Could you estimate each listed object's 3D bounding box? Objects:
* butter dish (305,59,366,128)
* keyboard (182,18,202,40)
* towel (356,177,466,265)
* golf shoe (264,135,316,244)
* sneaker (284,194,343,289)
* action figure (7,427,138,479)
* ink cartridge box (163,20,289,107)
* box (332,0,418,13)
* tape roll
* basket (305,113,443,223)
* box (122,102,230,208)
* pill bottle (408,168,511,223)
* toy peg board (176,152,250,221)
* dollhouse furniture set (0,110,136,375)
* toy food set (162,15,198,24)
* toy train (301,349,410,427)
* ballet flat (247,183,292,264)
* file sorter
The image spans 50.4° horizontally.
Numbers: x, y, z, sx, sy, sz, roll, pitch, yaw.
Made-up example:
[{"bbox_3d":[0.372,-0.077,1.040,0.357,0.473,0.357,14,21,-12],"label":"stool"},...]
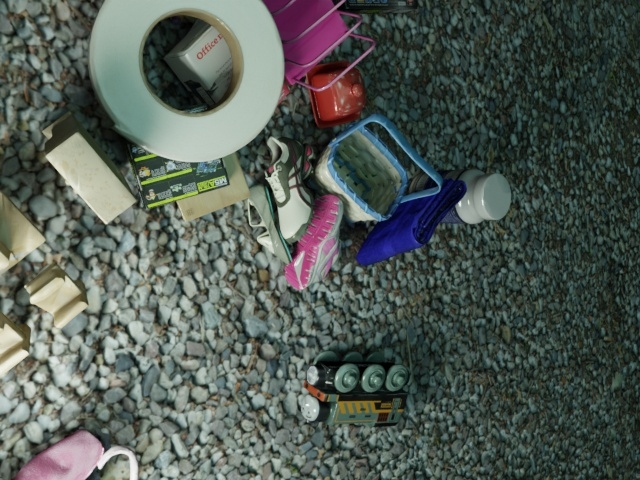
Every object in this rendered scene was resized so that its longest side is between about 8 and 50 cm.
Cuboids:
[{"bbox_3d":[0.061,-0.376,1.725,0.160,0.118,0.160,-21,106,-35],"label":"butter dish"},{"bbox_3d":[-0.251,-0.475,1.532,0.072,0.014,0.256,46,65,-44],"label":"keyboard"},{"bbox_3d":[0.221,-0.049,1.761,0.076,0.308,0.227,46,63,-8],"label":"towel"},{"bbox_3d":[-0.083,-0.121,1.612,0.120,0.105,0.273,21,56,-36],"label":"golf shoe"},{"bbox_3d":[0.000,0.000,1.693,0.111,0.103,0.252,-6,126,-51],"label":"sneaker"},{"bbox_3d":[-0.548,0.496,1.217,0.370,0.275,0.248,-15,108,-51],"label":"action figure"},{"bbox_3d":[-0.204,-0.370,1.516,0.172,0.100,0.237,-53,128,-23],"label":"ink cartridge box"},{"bbox_3d":[0.136,-0.716,1.801,0.270,0.060,0.216,-14,101,-37],"label":"box"},{"bbox_3d":[-0.263,-0.351,1.357,0.392,0.072,0.392,-4,101,-23],"label":"tape roll"},{"bbox_3d":[0.121,-0.176,1.663,0.255,0.289,0.201,45,57,-24],"label":"basket"},{"bbox_3d":[-0.304,-0.179,1.434,0.190,0.045,0.184,-19,107,-21],"label":"box"},{"bbox_3d":[0.387,-0.122,1.901,0.153,0.264,0.153,-3,95,-38],"label":"pill bottle"},{"bbox_3d":[-0.264,-0.147,1.523,0.160,0.079,0.161,-24,106,-19],"label":"toy peg board"},{"bbox_3d":[-0.558,-0.041,1.243,0.394,0.256,0.362,-39,116,-7],"label":"dollhouse furniture set"},{"bbox_3d":[-0.300,-0.515,1.496,0.122,0.019,0.078,-19,104,-36],"label":"toy food set"},{"bbox_3d":[0.096,0.398,1.793,0.334,0.142,0.190,9,97,-38],"label":"toy train"},{"bbox_3d":[-0.131,-0.032,1.638,0.068,0.072,0.213,-21,106,-7],"label":"ballet flat"},{"bbox_3d":[-0.035,-0.517,1.549,0.202,0.182,0.291,-43,126,-7],"label":"file sorter"}]
